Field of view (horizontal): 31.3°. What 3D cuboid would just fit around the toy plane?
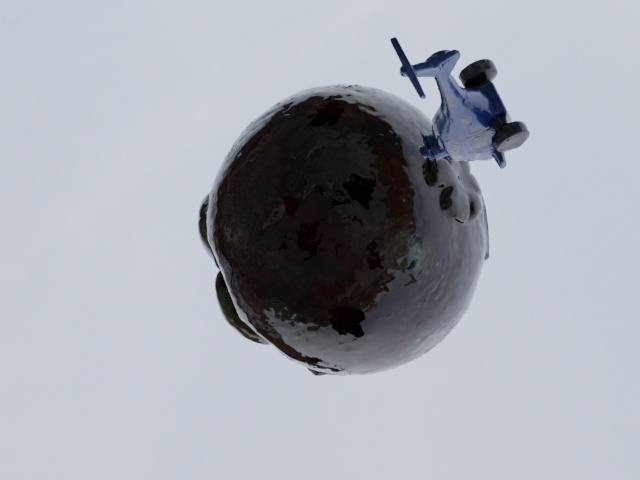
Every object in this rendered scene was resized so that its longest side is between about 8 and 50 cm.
[{"bbox_3d":[0.076,-0.072,0.637,0.062,0.167,0.054,-27,-109,10],"label":"toy plane"}]

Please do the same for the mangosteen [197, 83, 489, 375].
[{"bbox_3d":[0.017,-0.007,1.136,0.311,0.311,0.311,-15,-120,27],"label":"mangosteen"}]
